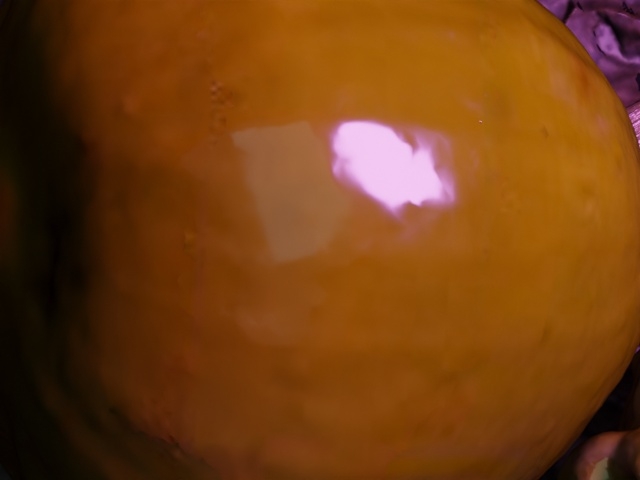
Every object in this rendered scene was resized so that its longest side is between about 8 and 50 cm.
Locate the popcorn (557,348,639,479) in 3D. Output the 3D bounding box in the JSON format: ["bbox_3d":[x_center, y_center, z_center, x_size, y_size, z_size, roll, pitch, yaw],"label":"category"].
[{"bbox_3d":[0.247,0.140,0.807,0.255,0.195,0.256,-20,87,-6],"label":"popcorn"}]

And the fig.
[{"bbox_3d":[0.001,-0.001,0.731,0.343,0.343,0.343,1,84,-7],"label":"fig"}]

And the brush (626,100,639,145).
[{"bbox_3d":[0.247,-0.096,0.923,0.170,0.014,0.043,-33,91,-10],"label":"brush"}]
